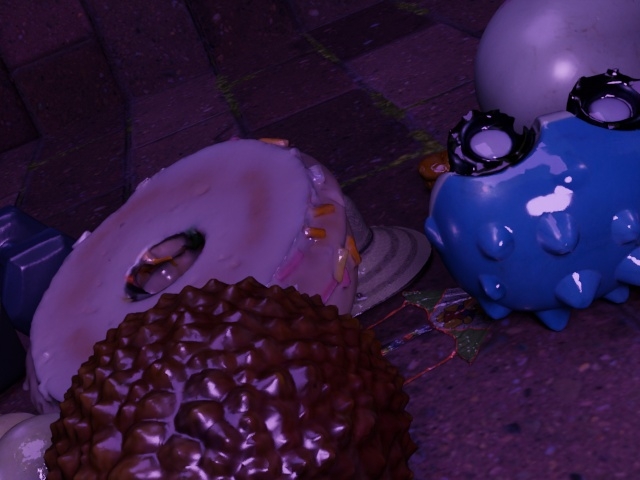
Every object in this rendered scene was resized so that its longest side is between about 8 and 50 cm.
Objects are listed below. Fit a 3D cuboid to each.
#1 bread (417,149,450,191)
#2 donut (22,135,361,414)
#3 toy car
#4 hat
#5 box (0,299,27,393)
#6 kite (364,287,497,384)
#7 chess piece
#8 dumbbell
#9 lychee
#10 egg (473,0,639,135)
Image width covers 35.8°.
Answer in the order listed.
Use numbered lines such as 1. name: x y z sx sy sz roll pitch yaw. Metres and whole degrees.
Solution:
1. bread: 0.170 -0.095 1.316 0.083 0.046 0.081 -10 22 30
2. donut: -0.122 0.063 0.998 0.382 0.142 0.383 -24 37 19
3. toy car: 0.230 -0.020 0.917 0.255 0.188 0.190 -17 51 -8
4. hat: 0.000 0.000 1.168 0.252 0.110 0.252 -20 21 8
5. box: -0.474 0.129 1.268 0.201 0.144 0.090 -2 26 42
6. kite: 0.095 0.093 1.003 0.244 0.006 0.198 -26 23 -11
7. chess piece: -0.267 0.208 0.840 0.251 0.144 0.144 -14 21 46
8. dumbbell: -0.413 0.044 1.407 0.144 0.160 0.325 -57 31 -9
9. lychee: -0.060 0.152 0.668 0.267 0.267 0.267 -19 22 8
10. egg: 0.329 -0.230 1.238 0.230 0.230 0.371 -4 23 38
